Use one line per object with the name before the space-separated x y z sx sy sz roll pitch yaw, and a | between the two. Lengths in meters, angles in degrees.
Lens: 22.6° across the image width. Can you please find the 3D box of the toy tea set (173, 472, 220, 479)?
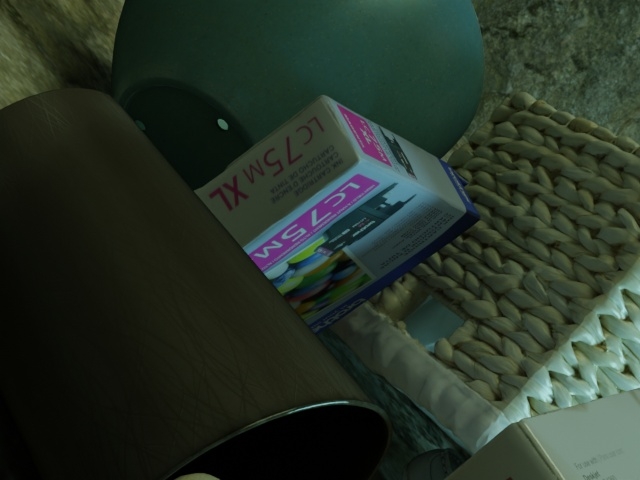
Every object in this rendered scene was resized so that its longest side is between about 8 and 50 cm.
toy tea set | -0.065 0.200 0.639 0.336 0.124 0.200 37 48 -55

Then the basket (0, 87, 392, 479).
basket | -0.095 0.046 0.806 0.227 0.154 0.204 53 12 25

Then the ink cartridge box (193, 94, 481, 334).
ink cartridge box | 0.000 0.000 1.144 0.065 0.186 0.311 59 15 16

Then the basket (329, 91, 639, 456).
basket | 0.227 0.101 1.298 0.331 0.266 0.328 45 -4 -28

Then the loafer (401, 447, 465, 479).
loafer | 0.157 0.267 1.106 0.112 0.111 0.319 33 22 -53

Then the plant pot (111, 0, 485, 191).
plant pot | -0.046 -0.118 1.226 0.290 0.290 0.195 48 50 -10

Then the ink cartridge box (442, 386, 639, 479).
ink cartridge box | 0.157 0.250 0.893 0.270 0.198 0.197 56 27 18
